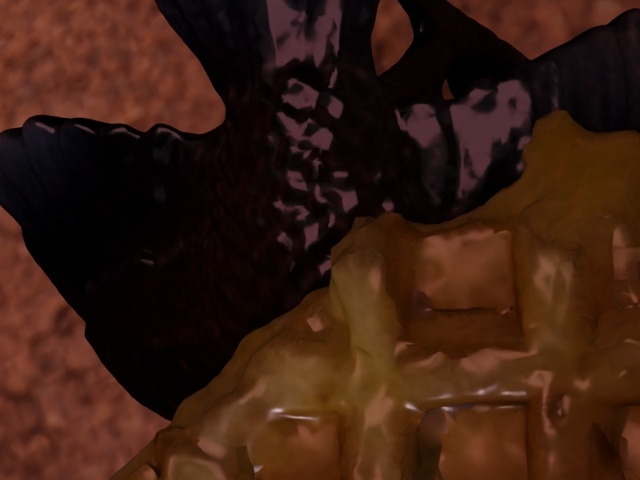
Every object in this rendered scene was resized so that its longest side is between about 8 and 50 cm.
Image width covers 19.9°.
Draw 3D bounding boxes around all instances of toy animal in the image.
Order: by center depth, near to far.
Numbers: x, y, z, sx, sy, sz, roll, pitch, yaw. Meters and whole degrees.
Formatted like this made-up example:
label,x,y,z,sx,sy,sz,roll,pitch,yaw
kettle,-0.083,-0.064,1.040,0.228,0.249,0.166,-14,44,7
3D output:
label,x,y,z,sx,sy,sz,roll,pitch,yaw
toy animal,0.001,0.009,0.520,0.218,0.116,0.179,-7,73,14

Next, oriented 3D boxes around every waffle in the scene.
label,x,y,z,sx,sy,sz,roll,pitch,yaw
waffle,0.077,0.138,0.447,0.302,0.068,0.325,43,107,10
